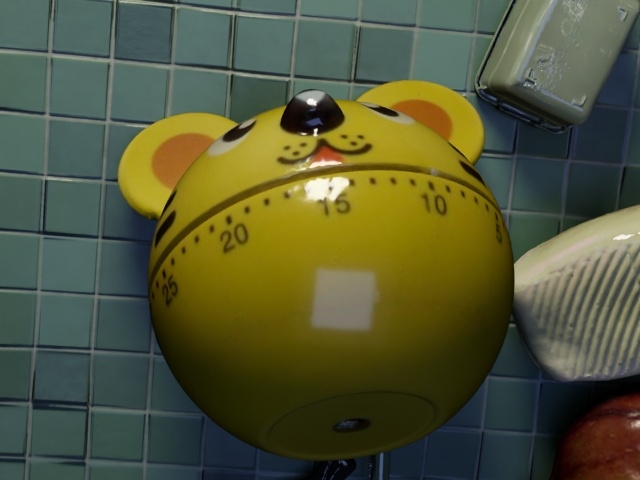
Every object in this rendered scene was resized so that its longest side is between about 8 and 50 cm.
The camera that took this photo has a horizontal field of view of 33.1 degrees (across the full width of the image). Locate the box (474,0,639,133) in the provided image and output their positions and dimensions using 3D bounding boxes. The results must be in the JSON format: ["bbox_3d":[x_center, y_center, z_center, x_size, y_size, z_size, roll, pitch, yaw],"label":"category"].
[{"bbox_3d":[0.249,-0.202,1.112,0.124,0.093,0.172,23,96,-10],"label":"box"}]

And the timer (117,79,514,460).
[{"bbox_3d":[0.000,0.000,1.020,0.376,0.376,0.386,-7,57,-5],"label":"timer"}]

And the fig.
[{"bbox_3d":[0.321,0.262,1.176,0.250,0.186,0.203,-14,79,38],"label":"fig"}]

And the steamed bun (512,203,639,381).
[{"bbox_3d":[0.323,0.044,1.138,0.239,0.152,0.170,-19,107,22],"label":"steamed bun"}]

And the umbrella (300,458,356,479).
[{"bbox_3d":[-0.054,0.327,1.187,0.250,0.052,0.053,-45,146,1],"label":"umbrella"}]

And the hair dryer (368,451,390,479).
[{"bbox_3d":[0.066,0.242,1.171,0.071,0.047,0.150,4,79,-8],"label":"hair dryer"}]
